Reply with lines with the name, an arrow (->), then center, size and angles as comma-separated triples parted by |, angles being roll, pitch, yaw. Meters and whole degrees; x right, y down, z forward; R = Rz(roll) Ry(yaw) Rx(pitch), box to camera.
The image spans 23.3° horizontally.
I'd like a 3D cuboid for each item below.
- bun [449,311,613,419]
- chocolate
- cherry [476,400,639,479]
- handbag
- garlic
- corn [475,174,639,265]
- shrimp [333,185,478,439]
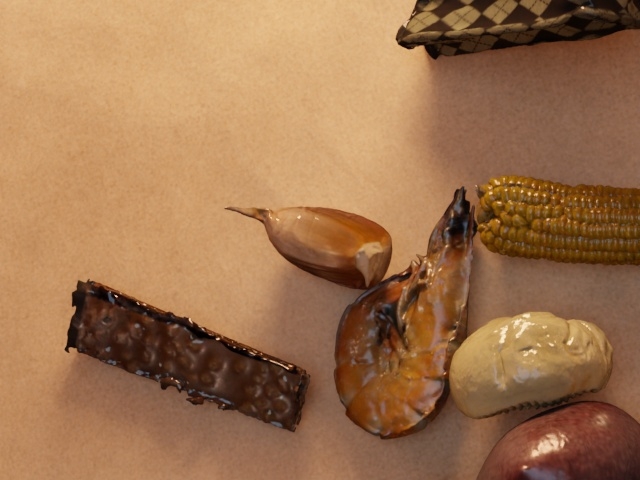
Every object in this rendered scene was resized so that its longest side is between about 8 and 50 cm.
bun -> 0.238, 0.138, 1.763 | 0.188, 0.164, 0.111 | -15, 79, 11
chocolate -> -0.163, 0.140, 1.915 | 0.329, 0.065, 0.102 | 20, 104, 17
cherry -> 0.272, 0.275, 1.710 | 0.213, 0.266, 0.183 | -44, 57, 16
handbag -> 0.221, -0.426, 1.833 | 0.317, 0.180, 0.416 | -8, 81, 43
garlic -> -0.004, -0.003, 1.865 | 0.198, 0.128, 0.090 | 25, 95, 22
corn -> 0.335, -0.018, 1.801 | 0.313, 0.102, 0.102 | 5, 82, 15
shrimp -> 0.106, 0.082, 1.862 | 0.164, 0.062, 0.317 | 14, 83, 23
